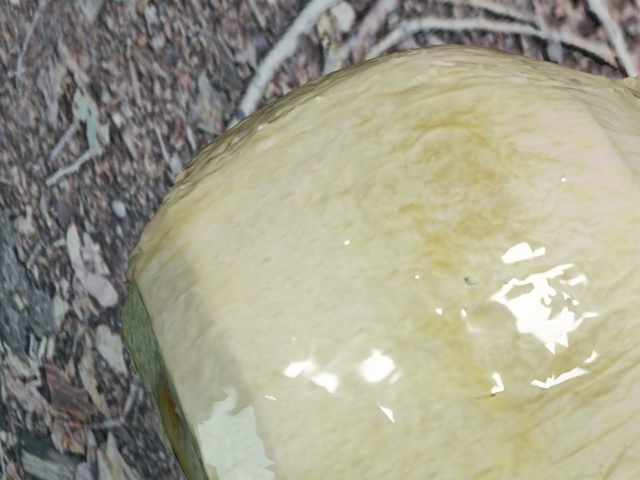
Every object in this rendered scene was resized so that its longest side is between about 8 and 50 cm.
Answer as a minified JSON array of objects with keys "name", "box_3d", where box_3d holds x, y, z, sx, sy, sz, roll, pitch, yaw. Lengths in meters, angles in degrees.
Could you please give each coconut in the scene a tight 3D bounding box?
[{"name":"coconut","box_3d":[0.062,0.059,0.757,0.297,0.255,0.297,160,90,-79]}]
